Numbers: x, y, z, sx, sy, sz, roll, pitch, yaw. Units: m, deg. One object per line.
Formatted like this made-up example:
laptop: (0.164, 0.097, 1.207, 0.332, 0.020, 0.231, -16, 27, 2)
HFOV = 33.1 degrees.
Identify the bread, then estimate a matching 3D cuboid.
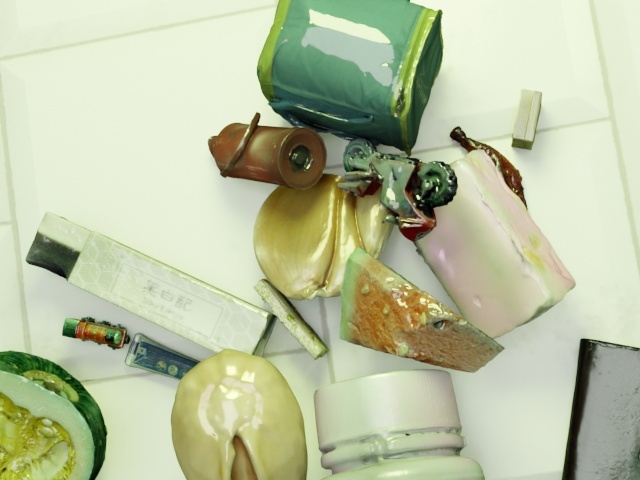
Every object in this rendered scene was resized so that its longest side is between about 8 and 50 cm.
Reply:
bread: (-0.044, 0.124, 1.698, 0.028, 0.068, 0.154, -41, 79, 4)

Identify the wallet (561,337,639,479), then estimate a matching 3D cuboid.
wallet: (0.452, 0.316, 1.616, 0.172, 0.045, 0.318, 10, 87, 11)

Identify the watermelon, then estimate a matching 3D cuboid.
watermelon: (0.142, 0.122, 1.552, 0.256, 0.193, 0.140, 24, 90, 49)

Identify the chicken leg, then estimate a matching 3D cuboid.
chicken leg: (0.269, -0.091, 1.687, 0.093, 0.053, 0.205, -17, 78, 21)

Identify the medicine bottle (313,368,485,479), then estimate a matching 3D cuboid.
medicine bottle: (0.114, 0.364, 1.555, 0.256, 0.256, 0.325, -9, 74, 7)

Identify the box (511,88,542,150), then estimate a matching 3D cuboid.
box: (0.321, -0.189, 1.671, 0.035, 0.079, 0.083, 11, 85, 11)

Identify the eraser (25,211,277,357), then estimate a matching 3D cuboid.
eraser: (-0.269, 0.078, 1.722, 0.403, 0.098, 0.096, 25, 87, 10)

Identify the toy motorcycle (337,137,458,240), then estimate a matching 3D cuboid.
toy motorcycle: (0.109, -0.074, 1.578, 0.213, 0.082, 0.122, 23, 103, 41)

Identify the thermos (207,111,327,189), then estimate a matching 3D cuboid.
thermos: (-0.096, -0.134, 1.689, 0.232, 0.124, 0.099, 11, 67, 50)

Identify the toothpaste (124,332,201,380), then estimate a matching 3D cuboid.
toothpaste: (-0.220, 0.205, 1.734, 0.197, 0.035, 0.057, 18, 81, 13)

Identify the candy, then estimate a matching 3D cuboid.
candy: (0.245, 0.009, 1.618, 0.155, 0.115, 0.265, -39, 78, 30)

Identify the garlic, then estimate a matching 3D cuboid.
garlic: (0.000, 0.000, 1.687, 0.217, 0.110, 0.228, 13, 67, 22)

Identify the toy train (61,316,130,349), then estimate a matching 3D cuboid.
toy train: (-0.361, 0.150, 1.745, 0.103, 0.064, 0.044, 12, 84, 10)

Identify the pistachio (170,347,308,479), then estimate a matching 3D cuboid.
pistachio: (-0.116, 0.307, 1.601, 0.193, 0.214, 0.318, -7, 125, 0)

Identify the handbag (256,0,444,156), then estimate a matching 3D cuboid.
handbag: (0.049, -0.269, 1.627, 0.241, 0.263, 0.222, 17, 80, 8)

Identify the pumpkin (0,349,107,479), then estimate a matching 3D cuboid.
pumpkin: (-0.475, 0.305, 1.684, 0.293, 0.197, 0.263, 26, 98, 3)
